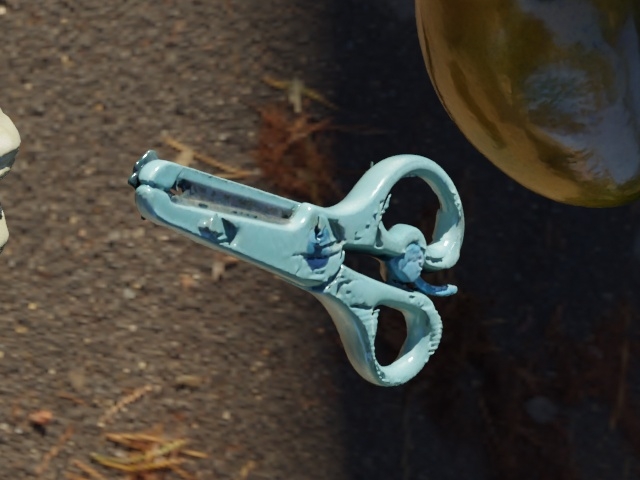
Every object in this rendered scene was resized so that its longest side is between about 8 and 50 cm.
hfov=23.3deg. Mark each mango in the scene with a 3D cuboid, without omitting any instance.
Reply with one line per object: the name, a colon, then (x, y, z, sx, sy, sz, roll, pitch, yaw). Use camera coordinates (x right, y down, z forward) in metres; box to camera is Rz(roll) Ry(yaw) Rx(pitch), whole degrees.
mango: (0.101, -0.087, 0.702, 0.089, 0.111, 0.163, -62, 147, -59)

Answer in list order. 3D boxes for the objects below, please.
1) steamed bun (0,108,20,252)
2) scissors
steamed bun: (-0.318, -0.027, 1.256, 0.144, 0.211, 0.218, 37, 56, -14)
scissors: (0.001, 0.000, 1.110, 0.393, 0.032, 0.180, 20, 78, -54)
